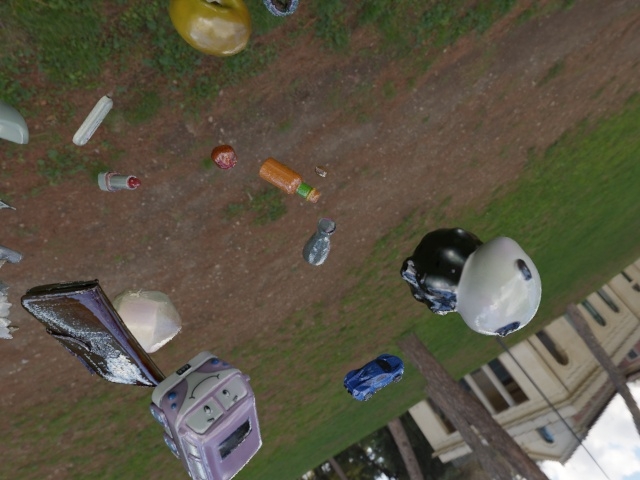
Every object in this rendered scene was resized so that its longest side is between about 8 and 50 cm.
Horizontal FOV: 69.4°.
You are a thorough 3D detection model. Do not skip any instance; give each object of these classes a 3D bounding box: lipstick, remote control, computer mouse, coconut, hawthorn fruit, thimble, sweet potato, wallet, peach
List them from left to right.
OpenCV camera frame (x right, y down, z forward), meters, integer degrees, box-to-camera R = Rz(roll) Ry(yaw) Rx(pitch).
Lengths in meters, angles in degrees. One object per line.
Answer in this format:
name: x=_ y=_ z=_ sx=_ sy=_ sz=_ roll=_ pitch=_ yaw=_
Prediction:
computer mouse: x=-0.595 y=-0.229 z=0.826 sx=0.056 sy=0.089 sz=0.182 roll=-52 pitch=173 yaw=6
remote control: x=-0.869 y=-0.457 z=1.772 sx=0.221 sy=0.042 sz=0.078 roll=-54 pitch=-169 yaw=-1
wallet: x=-0.355 y=0.160 z=0.738 sx=0.137 sy=0.031 sz=0.255 roll=-5 pitch=132 yaw=11
lipstick: x=-0.607 y=-0.180 z=1.424 sx=0.057 sy=0.187 sz=0.063 roll=-19 pitch=112 yaw=-53
coconut: x=-0.588 y=0.268 z=1.560 sx=0.234 sy=0.224 sz=0.224 roll=0 pitch=153 yaw=-8
peach: x=-0.326 y=-0.661 z=1.378 sx=0.251 sy=0.251 sz=0.153 roll=-20 pitch=153 yaw=-35
hawthorn fruit: x=-0.327 y=-0.280 z=1.574 sx=0.093 sy=0.093 sz=0.093 roll=-30 pitch=161 yaw=-12
thimble: x=-0.122 y=-0.770 z=1.420 sx=0.119 sy=0.090 sz=0.135 roll=-6 pitch=141 yaw=10
sweet potato: x=0.001 y=-0.208 z=1.398 sx=0.034 sy=0.034 sz=0.095 roll=-40 pitch=167 yaw=17

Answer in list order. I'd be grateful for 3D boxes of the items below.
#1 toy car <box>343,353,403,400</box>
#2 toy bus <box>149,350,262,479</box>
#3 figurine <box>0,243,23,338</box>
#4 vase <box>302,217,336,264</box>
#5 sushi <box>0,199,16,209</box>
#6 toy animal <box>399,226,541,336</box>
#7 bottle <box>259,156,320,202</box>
toy car: x=0.176 y=0.429 z=1.485 sx=0.216 sy=0.103 sz=0.063 roll=-23 pitch=134 yaw=-25
toy bus: x=-0.190 y=0.309 z=0.803 sx=0.142 sy=0.142 sz=0.202 roll=-34 pitch=137 yaw=-37
figurine: x=-0.625 y=0.169 z=0.725 sx=0.166 sy=0.207 sz=0.386 roll=0 pitch=-118 yaw=64
vase: x=0.000 y=0.000 z=1.469 sx=0.086 sy=0.086 sz=0.214 roll=-26 pitch=162 yaw=-22
sushi: x=-0.977 y=-0.123 z=1.237 sx=0.193 sy=0.040 sz=0.210 roll=4 pitch=155 yaw=13
toy animal: x=0.338 y=0.084 z=1.000 sx=0.213 sy=0.267 sz=0.212 roll=-29 pitch=129 yaw=-42
bottle: x=-0.086 y=-0.169 z=1.348 sx=0.069 sy=0.187 sz=0.069 roll=-56 pitch=174 yaw=-10
